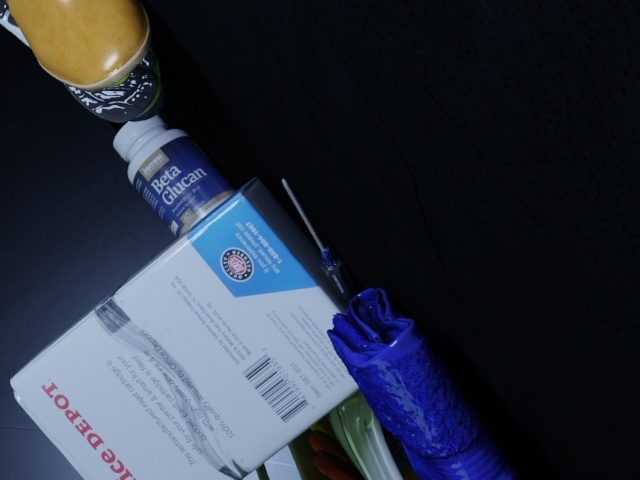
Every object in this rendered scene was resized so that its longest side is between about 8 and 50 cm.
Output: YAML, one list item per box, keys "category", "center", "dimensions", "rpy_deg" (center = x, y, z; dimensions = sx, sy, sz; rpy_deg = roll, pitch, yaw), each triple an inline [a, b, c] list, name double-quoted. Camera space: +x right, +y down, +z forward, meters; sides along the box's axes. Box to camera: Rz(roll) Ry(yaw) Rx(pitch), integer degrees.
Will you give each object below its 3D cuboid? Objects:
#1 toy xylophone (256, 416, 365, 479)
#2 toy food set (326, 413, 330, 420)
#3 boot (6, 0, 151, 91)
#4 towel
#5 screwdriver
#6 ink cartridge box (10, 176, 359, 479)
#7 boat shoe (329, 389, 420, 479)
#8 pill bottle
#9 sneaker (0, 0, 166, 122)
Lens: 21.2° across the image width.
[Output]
- category: "toy xylophone"
  center: [0.017, 0.245, 1.973]
  dimensions: [0.236, 0.081, 0.323]
  rpy_deg: [28, -164, -34]
- category: "toy food set"
  center: [0.079, 0.214, 1.921]
  dimensions: [0.232, 0.104, 0.111]
  rpy_deg: [52, 174, -18]
- category: "boot"
  center: [-0.265, -0.265, 1.479]
  dimensions: [0.211, 0.104, 0.295]
  rpy_deg: [54, 177, -42]
- category: "towel"
  center: [0.114, 0.192, 1.440]
  dimensions: [0.308, 0.076, 0.227]
  rpy_deg: [56, 179, -9]
- category: "screwdriver"
  center: [0.000, 0.000, 1.598]
  dimensions: [0.025, 0.024, 0.170]
  rpy_deg: [12, 146, 30]
- category: "ink cartridge box"
  center: [-0.118, 0.121, 1.716]
  dimensions: [0.223, 0.307, 0.129]
  rpy_deg: [50, -169, -6]
- category: "boat shoe"
  center: [0.156, 0.285, 1.777]
  dimensions: [0.367, 0.136, 0.156]
  rpy_deg: [58, 164, -10]
- category: "pill bottle"
  center: [-0.177, -0.077, 2.100]
  dimensions: [0.169, 0.094, 0.094]
  rpy_deg: [48, 174, 15]
- category: "sneaker"
  center: [-0.268, -0.227, 1.780]
  dimensions: [0.300, 0.111, 0.121]
  rpy_deg: [51, 179, 13]
